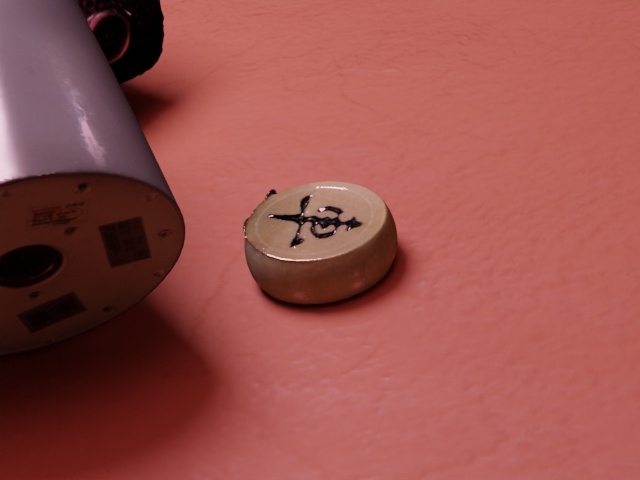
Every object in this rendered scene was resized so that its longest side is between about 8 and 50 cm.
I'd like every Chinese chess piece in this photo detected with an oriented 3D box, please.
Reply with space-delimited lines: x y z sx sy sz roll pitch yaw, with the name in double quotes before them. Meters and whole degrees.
"Chinese chess piece" 0.000 0.000 0.795 0.084 0.034 0.084 -7 34 5

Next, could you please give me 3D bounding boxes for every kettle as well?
"kettle" -0.180 -0.066 0.793 0.160 0.210 0.243 -18 60 -7

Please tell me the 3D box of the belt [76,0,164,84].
"belt" -0.236 -0.184 1.019 0.289 0.184 0.164 23 41 34
